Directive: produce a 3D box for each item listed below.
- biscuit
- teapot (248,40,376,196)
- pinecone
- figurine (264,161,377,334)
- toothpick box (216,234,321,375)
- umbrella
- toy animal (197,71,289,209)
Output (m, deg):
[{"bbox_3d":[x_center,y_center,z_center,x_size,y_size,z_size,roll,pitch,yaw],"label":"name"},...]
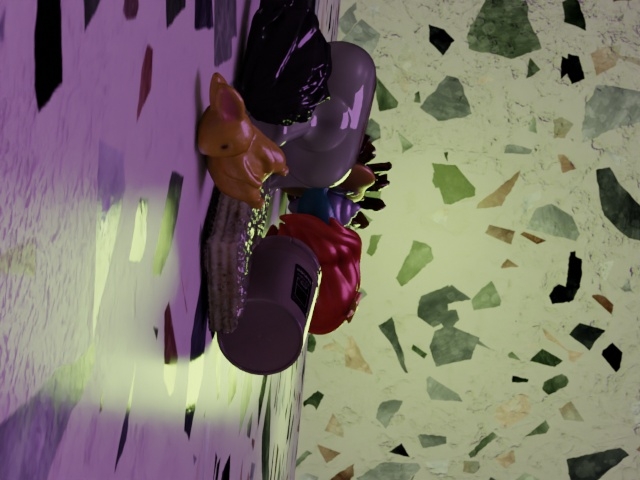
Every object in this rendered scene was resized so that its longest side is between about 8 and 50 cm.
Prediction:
[{"bbox_3d":[-0.090,-0.025,1.442,0.250,0.046,0.147,-81,176,-49],"label":"biscuit"},{"bbox_3d":[-0.009,-0.183,1.738,0.318,0.149,0.220,87,16,-79],"label":"teapot"},{"bbox_3d":[0.030,-0.107,2.335,0.229,0.201,0.202,51,8,-44],"label":"pinecone"},{"bbox_3d":[-0.008,0.002,2.049,0.208,0.181,0.257,130,-32,-56],"label":"figurine"},{"bbox_3d":[-0.062,0.077,1.601,0.181,0.111,0.111,-75,171,-64],"label":"toothpick box"},{"bbox_3d":[-0.037,-0.301,1.507,0.118,0.118,0.340,84,8,-78],"label":"umbrella"},{"bbox_3d":[-0.089,-0.102,1.233,0.070,0.083,0.159,-55,156,-18],"label":"toy animal"}]
